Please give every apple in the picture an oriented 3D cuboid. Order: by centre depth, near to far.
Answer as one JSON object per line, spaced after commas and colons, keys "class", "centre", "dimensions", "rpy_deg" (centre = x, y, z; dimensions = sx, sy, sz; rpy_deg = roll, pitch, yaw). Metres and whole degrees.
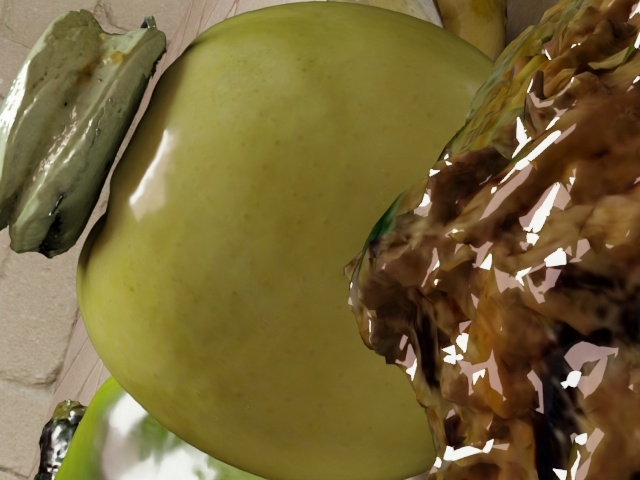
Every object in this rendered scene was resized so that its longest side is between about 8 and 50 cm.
{"class": "apple", "centre": [0.000, 0.000, 0.838], "dimensions": [0.262, 0.262, 0.262], "rpy_deg": [-159, 90, -77]}

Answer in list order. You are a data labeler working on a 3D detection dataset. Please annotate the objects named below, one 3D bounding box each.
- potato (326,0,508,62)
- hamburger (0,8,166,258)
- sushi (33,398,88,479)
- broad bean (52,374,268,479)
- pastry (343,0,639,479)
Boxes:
{"class": "potato", "centre": [0.074, -0.155, 1.010], "dimensions": [0.098, 0.138, 0.243], "rpy_deg": [-38, -15, -21]}
{"class": "hamburger", "centre": [-0.133, -0.054, 0.798], "dimensions": [0.140, 0.062, 0.133], "rpy_deg": [-62, 3, 42]}
{"class": "sushi", "centre": [-0.131, 0.197, 1.156], "dimensions": [0.212, 0.147, 0.115], "rpy_deg": [56, -139, -58]}
{"class": "broad bean", "centre": [-0.088, 0.203, 0.959], "dimensions": [0.238, 0.119, 0.291], "rpy_deg": [-16, 61, 30]}
{"class": "pastry", "centre": [0.114, 0.002, 0.449], "dimensions": [0.275, 0.192, 0.275], "rpy_deg": [-158, 90, -78]}
